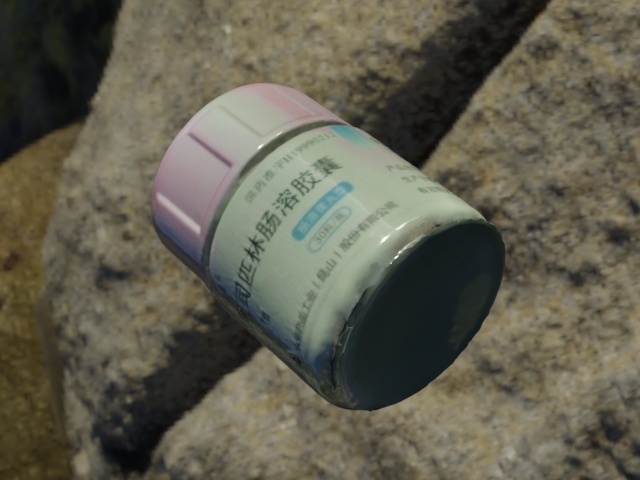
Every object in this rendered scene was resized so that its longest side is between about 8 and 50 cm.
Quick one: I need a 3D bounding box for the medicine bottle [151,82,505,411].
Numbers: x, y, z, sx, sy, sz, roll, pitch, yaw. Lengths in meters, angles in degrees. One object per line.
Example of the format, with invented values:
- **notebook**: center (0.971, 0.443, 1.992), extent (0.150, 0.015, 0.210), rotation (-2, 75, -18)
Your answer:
- **medicine bottle**: center (0.000, 0.000, 0.726), extent (0.168, 0.135, 0.135), rotation (39, 128, 35)
